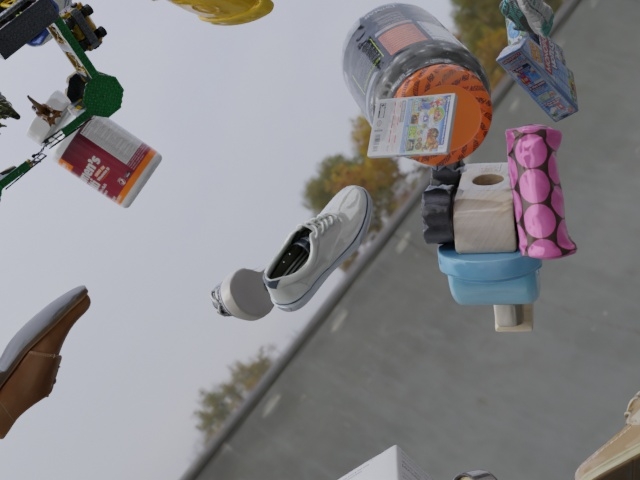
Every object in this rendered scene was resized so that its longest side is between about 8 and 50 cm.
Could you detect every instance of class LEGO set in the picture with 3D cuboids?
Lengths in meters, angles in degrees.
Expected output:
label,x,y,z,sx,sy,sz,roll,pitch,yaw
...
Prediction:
label,x,y,z,sx,sy,sz,roll,pitch,yaw
LEGO set,-0.457,-0.206,1.463,0.331,0.192,0.255,-49,-52,-13

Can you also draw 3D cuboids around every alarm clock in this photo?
label,x,y,z,sx,sy,sz,roll,pitch,yaw
alarm clock,0.303,0.483,1.954,0.064,0.129,0.192,-6,-23,-23

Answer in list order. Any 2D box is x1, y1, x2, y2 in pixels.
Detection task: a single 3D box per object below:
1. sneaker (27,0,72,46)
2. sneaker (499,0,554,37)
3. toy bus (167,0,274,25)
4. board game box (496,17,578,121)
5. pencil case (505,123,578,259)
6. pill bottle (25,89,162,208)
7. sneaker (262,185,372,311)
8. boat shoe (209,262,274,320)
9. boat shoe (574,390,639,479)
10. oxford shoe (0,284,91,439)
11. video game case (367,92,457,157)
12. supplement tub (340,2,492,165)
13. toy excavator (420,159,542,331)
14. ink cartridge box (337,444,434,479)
label,x,y,z,sx,sy,sz,roll,pitch,yaw
sneaker,-0.480,-0.481,1.881,0.131,0.112,0.296,-90,10,-54
sneaker,0.328,-0.394,1.764,0.166,0.076,0.065,48,-120,-50
toy bus,-0.169,-0.423,1.455,0.211,0.150,0.220,4,-94,-48
board game box,0.429,-0.366,2.130,0.060,0.194,0.194,-27,50,37
pencil case,0.341,-0.075,1.633,0.098,0.209,0.095,-8,3,-24
pill bottle,-0.404,-0.165,1.900,0.121,0.221,0.121,-54,9,13
sneaker,0.000,0.000,1.768,0.258,0.094,0.091,-56,-33,-21
boat shoe,-0.195,0.137,2.458,0.158,0.127,0.340,-24,-4,18
boat shoe,0.516,0.284,1.601,0.341,0.110,0.121,-27,-48,-9
oxford shoe,-0.345,0.147,1.295,0.212,0.076,0.076,-52,22,-14
video game case,0.125,-0.156,1.455,0.011,0.122,0.087,33,-117,-52
supplement tub,0.162,-0.266,1.809,0.207,0.207,0.338,-56,24,18
toy excavator,0.338,0.047,2.029,0.433,0.223,0.445,-61,-33,-62
ink cartridge box,0.095,0.441,1.454,0.168,0.171,0.232,-36,22,20
